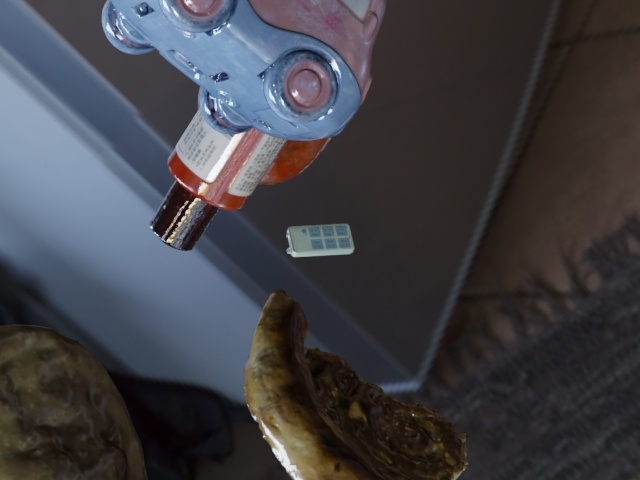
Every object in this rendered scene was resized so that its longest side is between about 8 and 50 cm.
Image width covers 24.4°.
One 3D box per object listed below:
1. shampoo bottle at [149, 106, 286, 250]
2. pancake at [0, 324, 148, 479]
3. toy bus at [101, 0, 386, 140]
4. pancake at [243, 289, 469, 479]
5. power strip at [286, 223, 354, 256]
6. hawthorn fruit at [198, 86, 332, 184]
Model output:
[{"bbox_3d":[-0.103,-0.109,1.687,0.278,0.104,0.104,-55,29,19],"label":"shampoo bottle"},{"bbox_3d":[-0.204,0.168,1.051,0.050,0.242,0.242,-23,39,33],"label":"pancake"},{"bbox_3d":[-0.060,-0.249,1.488,0.232,0.294,0.197,-57,20,-15],"label":"toy bus"},{"bbox_3d":[0.019,0.165,1.328,0.056,0.257,0.212,-64,-10,31],"label":"pancake"},{"bbox_3d":[0.000,0.000,1.882,0.016,0.090,0.040,115,148,-57],"label":"power strip"},{"bbox_3d":[-0.084,-0.177,2.047,0.210,0.210,0.262,14,68,53],"label":"hawthorn fruit"}]
